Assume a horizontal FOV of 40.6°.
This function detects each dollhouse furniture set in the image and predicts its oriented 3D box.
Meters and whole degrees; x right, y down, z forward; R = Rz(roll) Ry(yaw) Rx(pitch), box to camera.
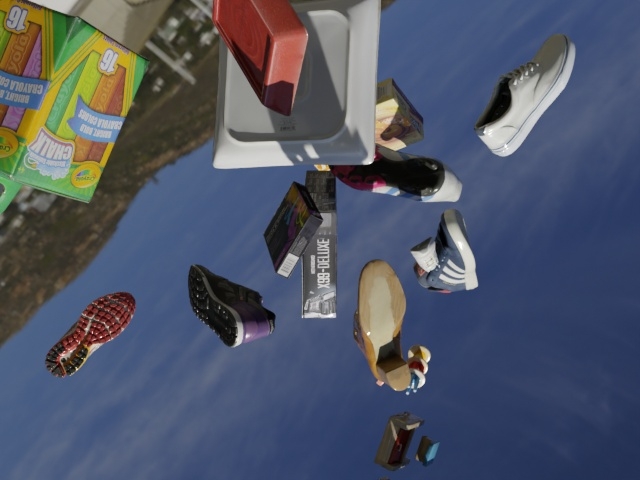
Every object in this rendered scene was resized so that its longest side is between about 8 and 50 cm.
[{"bbox_3d":[0.142,0.395,1.405,0.129,0.129,0.183,21,-83,27],"label":"dollhouse furniture set"}]

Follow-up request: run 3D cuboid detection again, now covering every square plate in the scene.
[{"bbox_3d":[-0.057,-0.319,1.719,0.347,0.049,0.344,0,-97,20],"label":"square plate"}]

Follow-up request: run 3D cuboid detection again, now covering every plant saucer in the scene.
[{"bbox_3d":[-0.118,-0.369,1.479,0.048,0.259,0.258,-24,163,-18],"label":"plant saucer"}]

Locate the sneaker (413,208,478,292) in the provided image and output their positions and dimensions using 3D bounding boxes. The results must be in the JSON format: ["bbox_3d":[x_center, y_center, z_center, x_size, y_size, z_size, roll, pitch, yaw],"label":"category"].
[{"bbox_3d":[0.295,0.044,2.109,0.148,0.350,0.131,-13,-120,8],"label":"sneaker"}]

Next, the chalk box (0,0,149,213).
[{"bbox_3d":[-0.398,-0.166,1.180,0.289,0.179,0.180,-68,159,2],"label":"chalk box"}]

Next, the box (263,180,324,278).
[{"bbox_3d":[-0.049,-0.021,1.449,0.116,0.029,0.162,-59,-160,15],"label":"box"}]

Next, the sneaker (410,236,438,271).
[{"bbox_3d":[0.219,0.030,1.771,0.054,0.061,0.152,-30,173,5],"label":"sneaker"}]

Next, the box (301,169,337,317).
[{"bbox_3d":[0.000,0.000,1.935,0.307,0.077,0.242,-87,177,-68],"label":"box"}]

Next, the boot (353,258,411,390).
[{"bbox_3d":[0.109,0.163,1.834,0.104,0.295,0.211,-16,-165,-12],"label":"boot"}]

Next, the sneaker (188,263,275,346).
[{"bbox_3d":[-0.201,0.143,1.951,0.283,0.124,0.107,43,-49,46],"label":"sneaker"}]

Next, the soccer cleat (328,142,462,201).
[{"bbox_3d":[0.162,-0.144,1.921,0.331,0.143,0.116,20,-90,38],"label":"soccer cleat"}]

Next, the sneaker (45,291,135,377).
[{"bbox_3d":[-0.483,0.186,1.817,0.225,0.088,0.093,-40,-170,0],"label":"sneaker"}]

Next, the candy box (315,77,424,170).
[{"bbox_3d":[0.099,-0.301,2.345,0.316,0.183,0.087,-18,-131,26],"label":"candy box"}]

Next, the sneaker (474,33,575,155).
[{"bbox_3d":[0.377,-0.281,1.595,0.258,0.091,0.094,-59,-147,-5],"label":"sneaker"}]

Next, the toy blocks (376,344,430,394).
[{"bbox_3d":[0.178,0.298,1.945,0.123,0.054,0.148,-11,-159,19],"label":"toy blocks"}]
